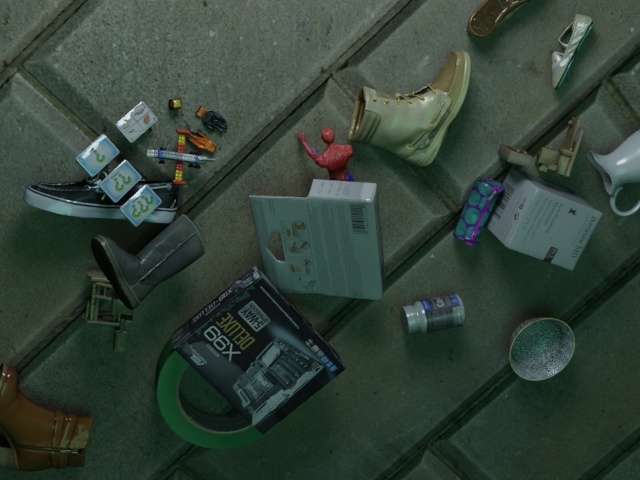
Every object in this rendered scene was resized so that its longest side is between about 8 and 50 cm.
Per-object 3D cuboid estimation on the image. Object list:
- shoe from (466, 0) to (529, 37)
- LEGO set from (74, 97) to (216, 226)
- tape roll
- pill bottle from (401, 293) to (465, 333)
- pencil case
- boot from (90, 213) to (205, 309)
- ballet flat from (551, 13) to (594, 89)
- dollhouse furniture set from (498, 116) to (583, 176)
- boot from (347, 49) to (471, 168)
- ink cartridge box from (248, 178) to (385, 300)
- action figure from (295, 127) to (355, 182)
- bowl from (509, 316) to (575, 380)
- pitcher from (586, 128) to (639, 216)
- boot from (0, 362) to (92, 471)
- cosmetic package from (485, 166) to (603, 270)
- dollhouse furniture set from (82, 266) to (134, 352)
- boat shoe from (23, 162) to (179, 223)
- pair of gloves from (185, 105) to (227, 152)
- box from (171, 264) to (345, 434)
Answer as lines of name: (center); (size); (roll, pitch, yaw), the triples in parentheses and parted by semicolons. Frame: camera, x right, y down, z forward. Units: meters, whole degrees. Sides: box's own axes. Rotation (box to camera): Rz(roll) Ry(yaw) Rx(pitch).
shoe: (0.388, -0.507, 1.851); (0.219, 0.058, 0.076); (-41, 94, 1)
LEGO set: (-0.333, -0.173, 1.764); (0.244, 0.060, 0.182); (-46, 110, -21)
tape roll: (-0.215, 0.322, 2.032); (0.321, 0.077, 0.321); (-4, 113, -11)
pill bottle: (0.262, 0.174, 2.078); (0.137, 0.078, 0.078); (-10, 113, -9)
pencil case: (0.356, -0.067, 2.007); (0.064, 0.070, 0.152); (15, 108, -18)
boot: (-0.338, 0.014, 1.774); (0.208, 0.076, 0.190); (-40, 132, -26)
ballet flat: (0.532, -0.411, 1.927); (0.052, 0.057, 0.168); (28, 101, 7)
dollhouse furniture set: (0.487, -0.222, 1.949); (0.151, 0.144, 0.123); (15, 103, -3)
boot: (0.185, -0.299, 1.865); (0.203, 0.095, 0.262); (17, 111, -17)
ink cartridge box: (0.000, 0.000, 1.908); (0.261, 0.066, 0.296); (4, 134, 13)
action figure: (0.030, -0.147, 1.901); (0.091, 0.139, 0.280); (-23, 137, -6)
bowl: (0.525, 0.249, 2.167); (0.170, 0.080, 0.170); (-5, 113, -11)
pitcher: (0.738, -0.163, 2.023); (0.207, 0.125, 0.178); (-23, 105, 5)
boot: (-0.614, 0.395, 1.951); (0.220, 0.109, 0.284); (6, 112, -14)
cosmetic package: (0.497, -0.049, 2.001); (0.183, 0.151, 0.151); (18, 108, -19)
dollhouse furniture set: (-0.451, 0.172, 1.871); (0.101, 0.161, 0.182); (6, 109, -15)
boat shoe: (-0.436, -0.102, 1.793); (0.306, 0.113, 0.105); (6, 104, -18)
pair of gloves: (-0.237, -0.229, 1.841); (0.074, 0.010, 0.083); (28, 100, -20)
box: (-0.133, 0.241, 1.934); (0.242, 0.076, 0.307); (-39, 114, 3)
